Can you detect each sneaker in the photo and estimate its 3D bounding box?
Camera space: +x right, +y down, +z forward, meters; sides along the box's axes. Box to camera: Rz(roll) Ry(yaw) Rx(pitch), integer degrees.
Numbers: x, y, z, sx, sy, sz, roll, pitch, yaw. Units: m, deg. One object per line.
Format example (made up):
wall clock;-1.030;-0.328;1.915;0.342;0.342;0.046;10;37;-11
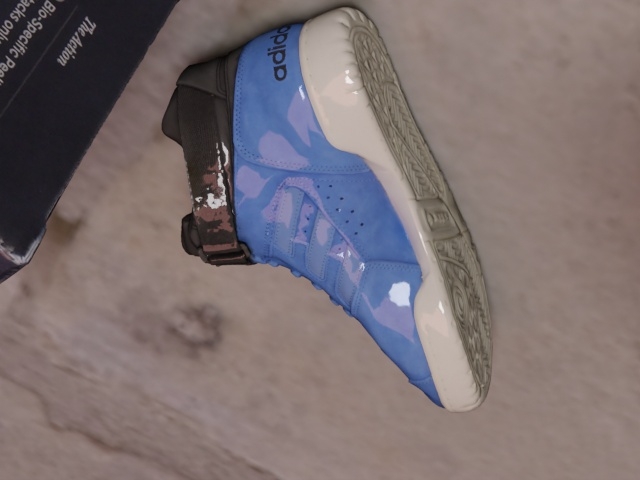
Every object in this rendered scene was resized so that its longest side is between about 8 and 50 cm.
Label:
sneaker;0.000;-0.001;0.565;0.085;0.058;0.152;-15;118;21

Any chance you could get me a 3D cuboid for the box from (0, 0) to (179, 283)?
box;-0.140;-0.075;0.487;0.093;0.156;0.158;-31;114;36
